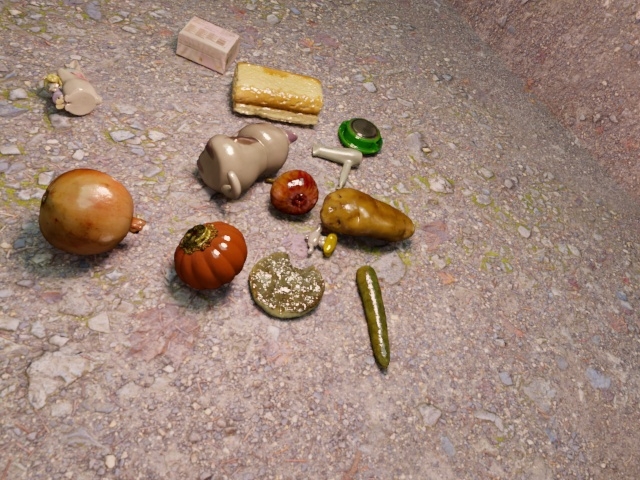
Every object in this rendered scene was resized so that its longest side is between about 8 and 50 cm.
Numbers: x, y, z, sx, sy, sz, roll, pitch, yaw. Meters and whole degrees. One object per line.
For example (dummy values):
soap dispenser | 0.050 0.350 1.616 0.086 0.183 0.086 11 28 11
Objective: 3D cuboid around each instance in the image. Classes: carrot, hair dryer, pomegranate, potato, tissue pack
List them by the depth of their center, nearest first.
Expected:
pomegranate | -0.637 -0.073 1.346 0.271 0.252 0.228 17 54 -36
carrot | 0.177 0.240 1.540 0.074 0.074 0.358 4 53 -19
potato | 0.175 -0.087 1.737 0.370 0.195 0.176 13 82 -22
hair dryer | 0.059 -0.286 1.931 0.207 0.075 0.237 9 58 -6
tissue pack | -0.493 -0.869 2.115 0.225 0.124 0.184 22 48 -5

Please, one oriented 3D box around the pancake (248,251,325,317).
pancake | -0.110 0.142 1.523 0.254 0.037 0.253 11 50 -13

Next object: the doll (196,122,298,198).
doll | -0.271 -0.298 1.694 0.226 0.215 0.370 40 48 5

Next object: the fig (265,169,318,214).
fig | -0.100 -0.186 1.723 0.175 0.175 0.207 7 24 -17

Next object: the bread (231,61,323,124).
bread | -0.187 -0.624 2.019 0.376 0.165 0.236 4 50 -17

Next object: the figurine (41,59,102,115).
figurine | -0.903 -0.558 1.709 0.155 0.127 0.235 -25 60 -25

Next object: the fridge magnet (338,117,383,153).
fridge magnet | 0.179 -0.461 2.087 0.208 0.088 0.207 11 50 -14

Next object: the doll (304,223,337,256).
doll | -0.002 0.005 1.661 0.113 0.071 0.135 37 53 19

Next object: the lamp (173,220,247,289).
lamp | -0.323 0.044 1.409 0.223 0.196 0.223 -15 43 14
